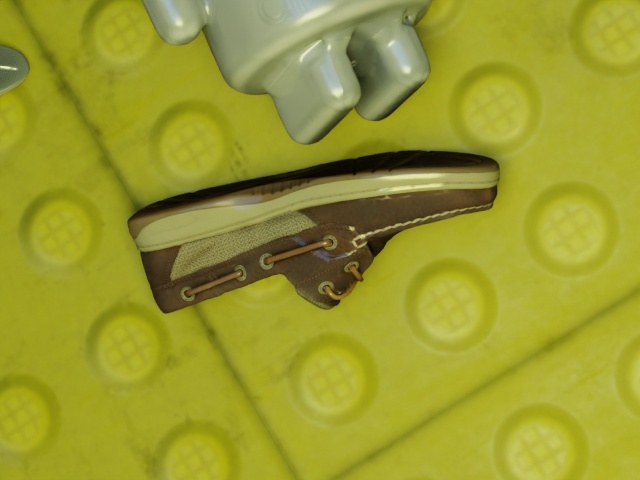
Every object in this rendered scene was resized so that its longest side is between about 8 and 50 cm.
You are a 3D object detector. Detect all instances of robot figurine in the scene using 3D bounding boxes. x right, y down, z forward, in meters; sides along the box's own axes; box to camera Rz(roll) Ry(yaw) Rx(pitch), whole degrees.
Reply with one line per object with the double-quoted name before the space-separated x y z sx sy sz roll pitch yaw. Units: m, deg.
"robot figurine" -0.031 -0.267 1.694 0.300 0.200 0.353 -21 81 -29

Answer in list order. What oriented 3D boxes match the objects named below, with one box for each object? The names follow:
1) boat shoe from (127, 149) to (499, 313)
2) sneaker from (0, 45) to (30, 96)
"boat shoe" 0.000 0.000 1.726 0.342 0.123 0.123 -11 99 13
"sneaker" -0.349 -0.141 1.846 0.152 0.061 0.053 -22 74 -7
